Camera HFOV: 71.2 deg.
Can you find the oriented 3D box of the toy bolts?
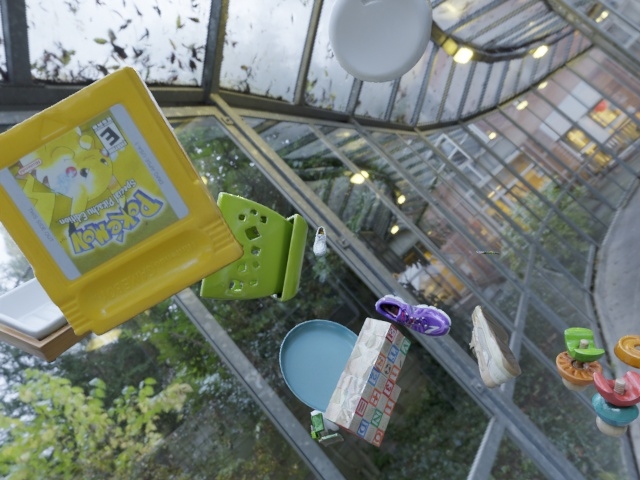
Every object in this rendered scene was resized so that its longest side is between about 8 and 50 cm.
[{"bbox_3d":[0.691,0.340,1.050,0.228,0.219,0.158,-66,-28,-60],"label":"toy bolts"}]

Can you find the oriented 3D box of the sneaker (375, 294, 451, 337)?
[{"bbox_3d":[0.199,0.172,0.987,0.071,0.170,0.068,-1,-76,-65],"label":"sneaker"}]

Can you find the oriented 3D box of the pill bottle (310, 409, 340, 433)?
[{"bbox_3d":[0.077,0.676,1.780,0.216,0.121,0.121,-25,-17,-12],"label":"pill bottle"}]

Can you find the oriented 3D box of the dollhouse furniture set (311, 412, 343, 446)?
[{"bbox_3d":[0.015,0.654,1.542,0.076,0.058,0.151,-24,-46,9],"label":"dollhouse furniture set"}]

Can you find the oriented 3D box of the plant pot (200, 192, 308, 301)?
[{"bbox_3d":[-0.153,0.032,1.033,0.228,0.207,0.226,165,114,-75],"label":"plant pot"}]

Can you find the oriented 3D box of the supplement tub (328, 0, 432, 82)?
[{"bbox_3d":[0.156,-0.530,1.093,0.228,0.228,0.316,-51,8,33],"label":"supplement tub"}]

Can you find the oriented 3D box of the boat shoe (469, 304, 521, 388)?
[{"bbox_3d":[0.523,0.325,1.419,0.110,0.122,0.341,-46,8,21],"label":"boat shoe"}]

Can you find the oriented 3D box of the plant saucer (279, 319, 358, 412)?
[{"bbox_3d":[0.020,0.396,1.406,0.318,0.318,0.043,-31,-23,-43],"label":"plant saucer"}]

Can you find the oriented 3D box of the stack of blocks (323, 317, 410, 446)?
[{"bbox_3d":[0.145,0.390,1.241,0.171,0.087,0.297,46,-118,-39],"label":"stack of blocks"}]

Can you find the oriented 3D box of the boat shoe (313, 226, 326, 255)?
[{"bbox_3d":[0.000,0.000,1.211,0.100,0.035,0.035,-79,-16,-49],"label":"boat shoe"}]

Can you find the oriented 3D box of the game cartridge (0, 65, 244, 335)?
[{"bbox_3d":[-0.318,-0.047,0.672,0.286,0.323,0.052,-30,7,0],"label":"game cartridge"}]

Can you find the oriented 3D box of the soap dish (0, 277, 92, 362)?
[{"bbox_3d":[-0.687,0.181,1.181,0.291,0.229,0.118,-46,-35,-56],"label":"soap dish"}]

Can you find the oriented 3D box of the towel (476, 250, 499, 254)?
[{"bbox_3d":[0.577,0.042,1.542,0.083,0.060,0.009,-11,-77,-85],"label":"towel"}]
